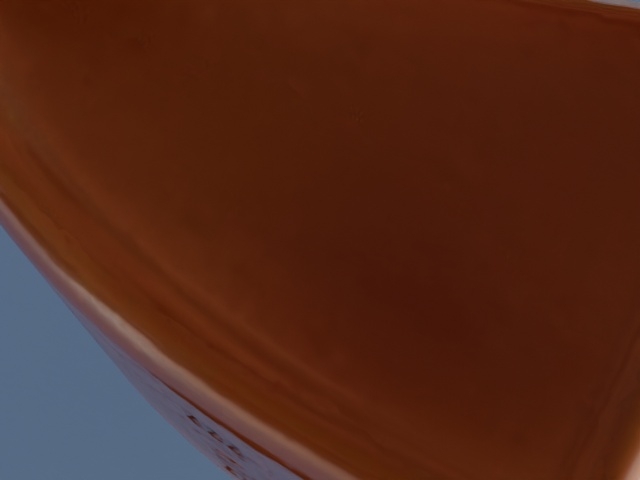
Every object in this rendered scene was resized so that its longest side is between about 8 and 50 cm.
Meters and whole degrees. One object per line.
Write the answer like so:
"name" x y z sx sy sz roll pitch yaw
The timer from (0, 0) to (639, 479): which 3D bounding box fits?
"timer" 0.000 0.000 0.602 0.250 0.257 0.161 25 -102 9
